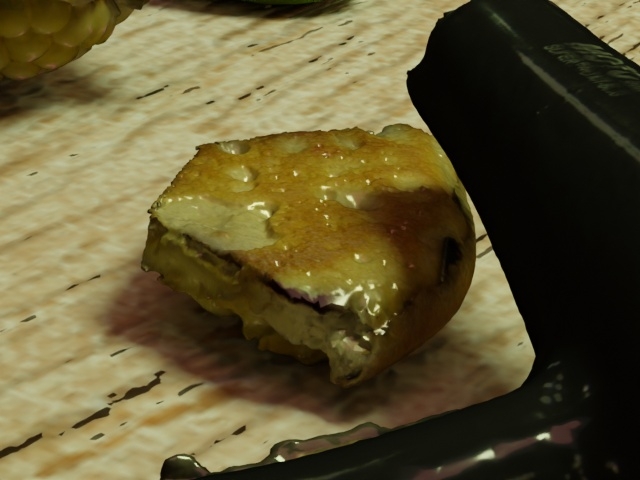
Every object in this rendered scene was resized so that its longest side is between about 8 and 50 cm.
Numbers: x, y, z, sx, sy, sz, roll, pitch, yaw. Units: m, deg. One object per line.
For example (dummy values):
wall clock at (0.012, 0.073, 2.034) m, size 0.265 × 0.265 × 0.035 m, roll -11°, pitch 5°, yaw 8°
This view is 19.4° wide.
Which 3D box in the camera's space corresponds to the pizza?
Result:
pizza at (0.000, 0.001, 0.591) m, size 0.099 × 0.036 × 0.160 m, roll 8°, pitch 23°, yaw 6°

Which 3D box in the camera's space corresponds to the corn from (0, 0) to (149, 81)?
corn at (-0.215, -0.129, 0.733) m, size 0.346 × 0.130 × 0.130 m, roll 3°, pitch 24°, yaw 3°

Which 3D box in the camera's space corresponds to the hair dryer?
hair dryer at (-0.016, 0.040, 0.427) m, size 0.359 × 0.120 × 0.304 m, roll -13°, pitch 36°, yaw -16°

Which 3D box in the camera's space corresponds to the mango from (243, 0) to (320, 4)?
mango at (-0.023, -0.141, 0.882) m, size 0.108 × 0.056 × 0.073 m, roll 4°, pitch 29°, yaw -8°
